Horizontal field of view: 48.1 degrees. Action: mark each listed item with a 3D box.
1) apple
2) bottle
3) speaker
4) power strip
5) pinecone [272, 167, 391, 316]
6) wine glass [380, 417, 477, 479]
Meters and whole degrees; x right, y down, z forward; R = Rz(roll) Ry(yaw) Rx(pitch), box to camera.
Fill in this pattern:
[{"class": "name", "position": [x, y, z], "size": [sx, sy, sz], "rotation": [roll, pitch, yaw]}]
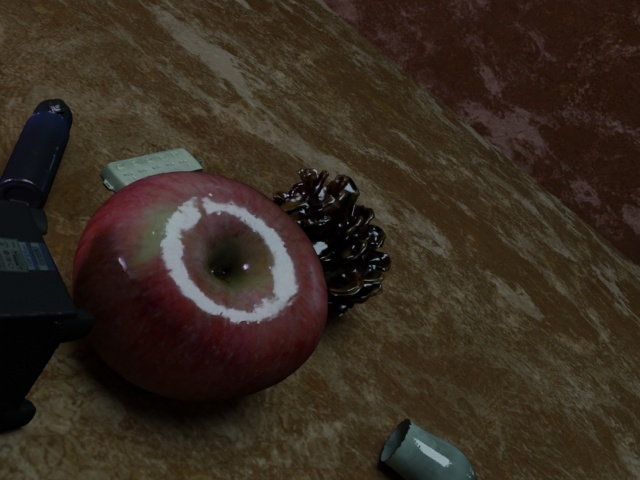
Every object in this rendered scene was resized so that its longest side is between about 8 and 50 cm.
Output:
[{"class": "apple", "position": [-0.170, 0.072, 0.991], "size": [0.345, 0.269, 0.344], "rotation": [14, 59, -25]}, {"class": "bottle", "position": [-0.449, -0.142, 1.142], "size": [0.072, 0.082, 0.244], "rotation": [21, 35, -21]}, {"class": "speaker", "position": [-0.412, 0.091, 0.739], "size": [0.254, 0.232, 0.184], "rotation": [3, 45, -49]}, {"class": "power strip", "position": [-0.298, -0.132, 1.328], "size": [0.060, 0.027, 0.253], "rotation": [45, 33, 13]}, {"class": "pinecone", "position": [-0.001, 0.011, 1.242], "size": [0.257, 0.243, 0.243], "rotation": [65, 1, -52]}, {"class": "wine glass", "position": [0.193, 0.365, 1.110], "size": [0.202, 0.093, 0.093], "rotation": [36, 32, -4]}]
